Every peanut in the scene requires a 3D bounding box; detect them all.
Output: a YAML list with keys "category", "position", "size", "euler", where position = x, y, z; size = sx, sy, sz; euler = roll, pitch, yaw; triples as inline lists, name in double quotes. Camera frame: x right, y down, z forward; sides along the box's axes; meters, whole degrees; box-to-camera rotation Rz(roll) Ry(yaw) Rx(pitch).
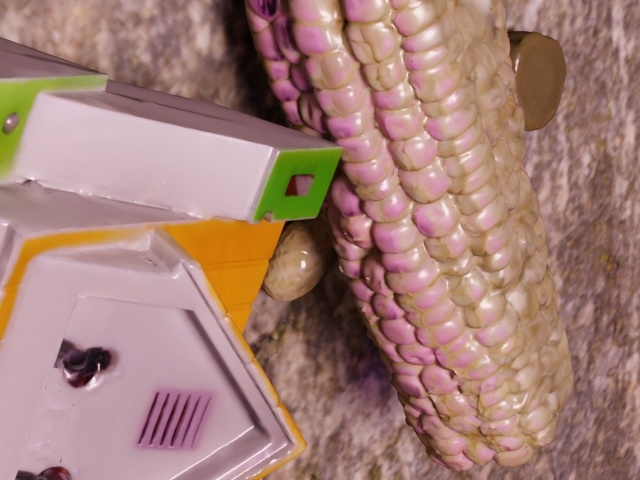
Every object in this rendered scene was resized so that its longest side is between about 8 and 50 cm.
- category: "peanut"
  position: [0.000, 0.000, 0.826]
  size: [0.083, 0.037, 0.037]
  euler: [-47, 137, -15]

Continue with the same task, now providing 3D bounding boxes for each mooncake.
- category: "mooncake"
  position: [0.041, 0.037, 0.870]
  size: [0.347, 0.057, 0.150]
  euler: [-44, 124, -8]

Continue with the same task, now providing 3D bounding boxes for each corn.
- category: "corn"
  position: [0.053, -0.019, 0.762]
  size: [0.126, 0.126, 0.335]
  euler: [-31, 121, -24]

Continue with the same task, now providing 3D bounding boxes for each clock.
- category: "clock"
  position: [-0.140, 0.034, 0.628]
  size: [0.309, 0.166, 0.235]
  euler: [11, 108, -37]
